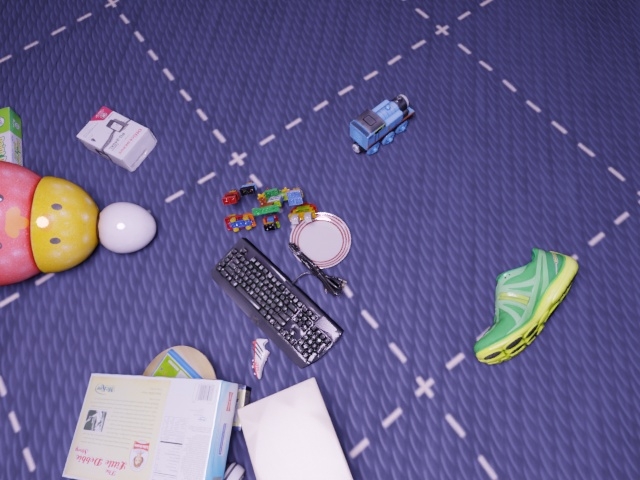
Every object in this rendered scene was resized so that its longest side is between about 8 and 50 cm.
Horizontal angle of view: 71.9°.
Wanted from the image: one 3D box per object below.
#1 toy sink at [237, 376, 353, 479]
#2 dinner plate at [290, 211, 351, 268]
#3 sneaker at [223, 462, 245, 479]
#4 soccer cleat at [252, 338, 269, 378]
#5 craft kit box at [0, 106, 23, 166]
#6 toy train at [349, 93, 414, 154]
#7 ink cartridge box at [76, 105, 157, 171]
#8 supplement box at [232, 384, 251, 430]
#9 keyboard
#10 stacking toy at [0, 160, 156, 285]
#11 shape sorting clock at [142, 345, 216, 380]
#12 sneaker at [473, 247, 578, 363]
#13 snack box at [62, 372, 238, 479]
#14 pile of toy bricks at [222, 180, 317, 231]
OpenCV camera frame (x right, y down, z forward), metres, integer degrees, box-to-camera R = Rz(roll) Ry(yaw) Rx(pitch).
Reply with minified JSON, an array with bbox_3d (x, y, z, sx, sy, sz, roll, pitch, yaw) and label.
[{"bbox_3d":[-0.034,0.397,0.801,0.153,0.131,0.234,-22,64,-7],"label":"toy sink"},{"bbox_3d":[0.000,0.000,1.025,0.141,0.017,0.141,-1,68,2],"label":"dinner plate"},{"bbox_3d":[-0.274,0.507,0.765,0.127,0.126,0.321,36,73,13],"label":"sneaker"},{"bbox_3d":[-0.123,0.245,0.921,0.036,0.029,0.083,-8,63,3],"label":"soccer cleat"},{"bbox_3d":[-0.893,-0.199,1.120,0.247,0.061,0.249,-16,68,-7],"label":"craft kit box"},{"bbox_3d":[0.152,-0.289,1.093,0.184,0.105,0.080,-38,72,-13],"label":"toy train"},{"bbox_3d":[-0.515,-0.258,1.125,0.150,0.063,0.109,27,71,12],"label":"ink cartridge box"},{"bbox_3d":[-0.186,0.329,0.873,0.083,0.056,0.083,3,67,4],"label":"supplement box"},{"bbox_3d":[-0.076,0.105,0.967,0.317,0.033,0.201,41,80,16],"label":"keyboard"},{"bbox_3d":[-0.608,-0.042,0.947,0.480,0.350,0.350,-1,66,-16],"label":"stacking toy"},{"bbox_3d":[-0.284,0.312,0.865,0.206,0.040,0.206,-10,64,21],"label":"shape sorting clock"},{"bbox_3d":[0.410,0.136,0.923,0.295,0.109,0.123,-44,51,-14],"label":"sneaker"},{"bbox_3d":[-0.311,0.345,0.801,0.322,0.060,0.187,-5,64,24],"label":"snack box"},{"bbox_3d":[-0.120,-0.093,1.035,0.212,0.118,0.105,-8,28,10],"label":"pile of toy bricks"}]
